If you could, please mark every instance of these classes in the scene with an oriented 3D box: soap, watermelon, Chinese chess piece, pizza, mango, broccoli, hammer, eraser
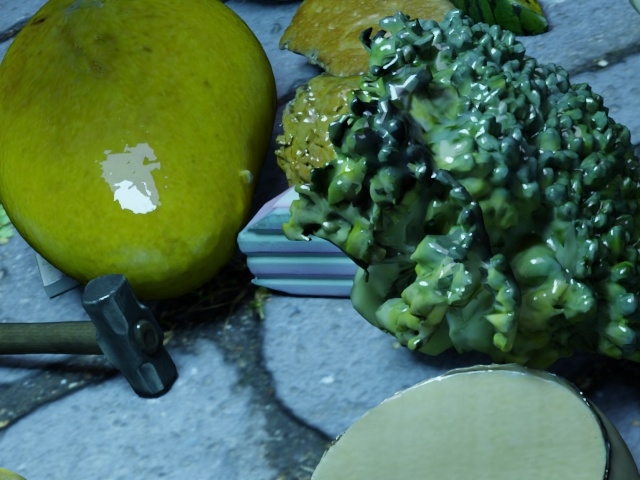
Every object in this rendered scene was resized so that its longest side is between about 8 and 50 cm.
[{"bbox_3d":[0.000,0.000,1.542,0.149,0.100,0.056,0,38,30],"label":"soap"},{"bbox_3d":[0.183,-0.288,1.857,0.092,0.075,0.181,-15,33,4],"label":"watermelon"},{"bbox_3d":[0.107,0.200,1.210,0.249,0.103,0.250,-15,35,11],"label":"Chinese chess piece"},{"bbox_3d":[0.062,-0.216,1.827,0.182,0.074,0.365,-26,35,-9],"label":"pizza"},{"bbox_3d":[-0.178,-0.099,1.687,0.301,0.220,0.445,-18,43,-6],"label":"mango"},{"bbox_3d":[0.144,-0.029,1.360,0.272,0.334,0.324,-62,17,0],"label":"broccoli"},{"bbox_3d":[-0.300,0.091,1.600,0.365,0.111,0.043,-3,36,35],"label":"hammer"},{"bbox_3d":[-0.269,0.024,1.727,0.038,0.019,0.083,-25,34,-2],"label":"eraser"}]

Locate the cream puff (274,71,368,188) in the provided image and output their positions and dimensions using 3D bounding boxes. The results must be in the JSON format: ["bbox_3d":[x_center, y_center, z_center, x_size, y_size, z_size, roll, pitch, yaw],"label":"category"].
[{"bbox_3d":[0.044,-0.097,1.627,0.189,0.129,0.189,-12,34,8],"label":"cream puff"}]

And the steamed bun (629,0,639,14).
[{"bbox_3d":[0.405,-0.293,1.545,0.339,0.247,0.352,-2,74,-19],"label":"steamed bun"}]

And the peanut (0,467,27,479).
[{"bbox_3d":[-0.322,0.226,1.425,0.206,0.087,0.087,4,42,30],"label":"peanut"}]
